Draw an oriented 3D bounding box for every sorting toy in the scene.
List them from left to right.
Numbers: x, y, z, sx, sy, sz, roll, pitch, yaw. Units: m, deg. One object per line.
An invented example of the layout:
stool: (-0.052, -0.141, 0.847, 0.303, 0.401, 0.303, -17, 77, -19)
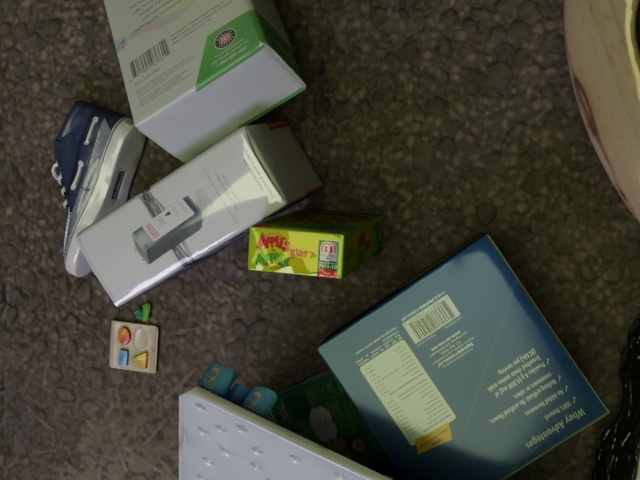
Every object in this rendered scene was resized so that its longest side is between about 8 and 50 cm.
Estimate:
sorting toy: (-0.217, 0.111, 1.221, 0.062, 0.012, 0.083, 7, 99, 15)

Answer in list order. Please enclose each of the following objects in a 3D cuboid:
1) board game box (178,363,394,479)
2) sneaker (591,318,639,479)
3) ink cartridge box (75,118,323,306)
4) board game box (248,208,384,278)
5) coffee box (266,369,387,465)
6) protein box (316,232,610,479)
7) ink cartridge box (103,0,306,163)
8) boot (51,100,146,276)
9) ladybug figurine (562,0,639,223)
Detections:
board game box: (0.042, 0.309, 1.039, 0.390, 0.050, 0.389, 23, 142, 11)
sneaker: (0.355, 0.160, 1.041, 0.108, 0.100, 0.271, 13, 98, -11)
ink cartridge box: (-0.123, -0.031, 1.101, 0.218, 0.158, 0.092, -29, 91, 17)
board game box: (0.000, 0.000, 1.059, 0.092, 0.181, 0.043, 5, 98, 15)
coffee box: (-0.021, 0.215, 1.167, 0.184, 0.040, 0.113, -26, 88, 16)
protein box: (0.138, 0.129, 1.046, 0.200, 0.136, 0.201, -34, 88, 6)
ink cartridge box: (-0.123, -0.210, 1.065, 0.154, 0.093, 0.212, -31, 57, 16)
boot: (-0.267, -0.060, 1.192, 0.086, 0.069, 0.189, 24, 95, 18)
ladybug figurine: (0.384, -0.165, 0.944, 0.305, 0.162, 0.449, -17, 93, 17)
